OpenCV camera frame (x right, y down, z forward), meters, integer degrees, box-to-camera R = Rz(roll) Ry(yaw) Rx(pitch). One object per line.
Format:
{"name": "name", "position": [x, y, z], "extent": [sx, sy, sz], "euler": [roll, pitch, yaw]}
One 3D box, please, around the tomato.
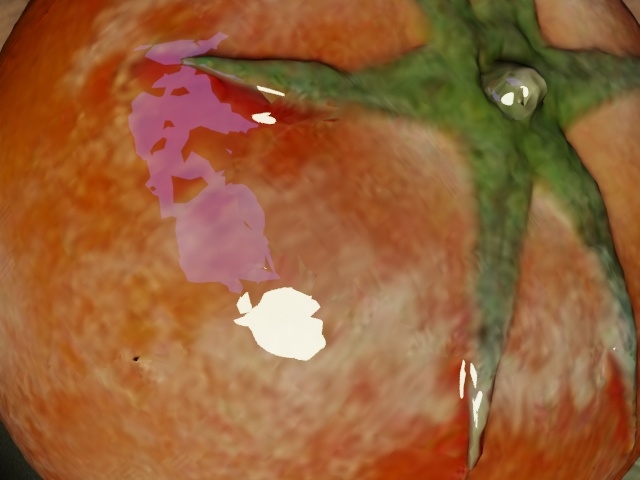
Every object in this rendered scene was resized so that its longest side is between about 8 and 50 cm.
{"name": "tomato", "position": [0.000, 0.000, 0.487], "extent": [0.264, 0.265, 0.265], "euler": [-6, 71, 19]}

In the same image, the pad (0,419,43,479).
{"name": "pad", "position": [-0.176, 0.030, 0.624], "extent": [0.003, 0.143, 0.211], "euler": [-19, 59, -35]}
